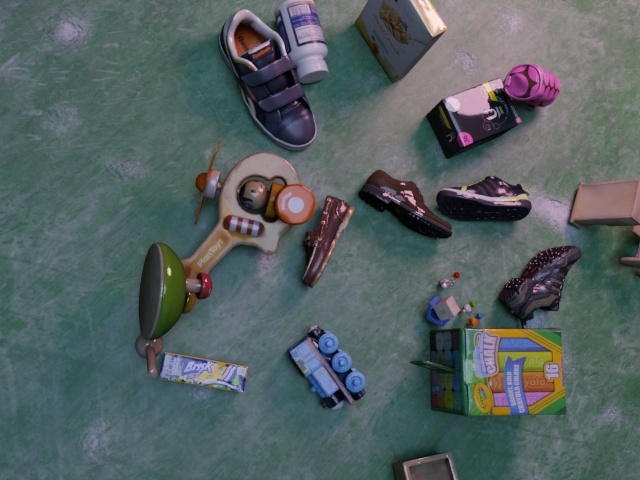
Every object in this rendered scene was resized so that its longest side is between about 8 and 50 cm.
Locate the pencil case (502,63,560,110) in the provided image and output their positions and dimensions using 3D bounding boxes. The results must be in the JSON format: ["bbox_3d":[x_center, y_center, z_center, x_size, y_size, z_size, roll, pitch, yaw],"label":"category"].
[{"bbox_3d":[0.482,-0.353,1.513,0.098,0.209,0.095,23,105,25],"label":"pencil case"}]

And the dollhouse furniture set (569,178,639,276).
[{"bbox_3d":[0.746,-0.046,1.581,0.242,0.161,0.212,28,74,-30],"label":"dollhouse furniture set"}]

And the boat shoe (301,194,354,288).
[{"bbox_3d":[0.000,0.000,1.410,0.073,0.073,0.207,27,68,-6],"label":"boat shoe"}]

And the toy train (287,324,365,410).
[{"bbox_3d":[0.014,0.268,1.365,0.105,0.080,0.184,-35,92,-7],"label":"toy train"}]

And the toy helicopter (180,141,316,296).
[{"bbox_3d":[-0.194,-0.037,1.343,0.235,0.140,0.355,42,87,-10],"label":"toy helicopter"}]

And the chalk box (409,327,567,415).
[{"bbox_3d":[0.337,0.275,1.385,0.289,0.180,0.179,1,80,-12],"label":"chalk box"}]

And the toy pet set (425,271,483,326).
[{"bbox_3d":[0.288,0.150,1.468,0.114,0.065,0.122,-30,91,-51],"label":"toy pet set"}]

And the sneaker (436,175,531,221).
[{"bbox_3d":[0.374,-0.102,1.523,0.235,0.084,0.097,7,55,-13],"label":"sneaker"}]

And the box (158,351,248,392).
[{"bbox_3d":[-0.233,0.262,1.314,0.169,0.059,0.054,13,79,-11],"label":"box"}]

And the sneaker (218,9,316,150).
[{"bbox_3d":[-0.113,-0.343,1.414,0.126,0.127,0.321,-35,91,-18],"label":"sneaker"}]

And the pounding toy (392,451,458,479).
[{"bbox_3d":[0.213,0.525,1.365,0.130,0.100,0.141,-7,72,-15],"label":"pounding toy"}]

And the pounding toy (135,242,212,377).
[{"bbox_3d":[-0.276,0.126,1.257,0.110,0.183,0.237,6,95,-26],"label":"pounding toy"}]

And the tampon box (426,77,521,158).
[{"bbox_3d":[0.352,-0.282,1.522,0.161,0.101,0.120,-24,86,-16],"label":"tampon box"}]

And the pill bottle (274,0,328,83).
[{"bbox_3d":[-0.037,-0.442,1.463,0.094,0.094,0.169,-14,84,-15],"label":"pill bottle"}]

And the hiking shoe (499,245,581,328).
[{"bbox_3d":[0.519,0.103,1.517,0.227,0.086,0.114,-36,103,-11],"label":"hiking shoe"}]

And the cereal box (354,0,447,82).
[{"bbox_3d":[0.169,-0.470,1.440,0.047,0.240,0.173,-32,88,-16],"label":"cereal box"}]

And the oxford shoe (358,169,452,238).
[{"bbox_3d":[0.205,-0.084,1.466,0.227,0.083,0.096,33,71,-7],"label":"oxford shoe"}]
